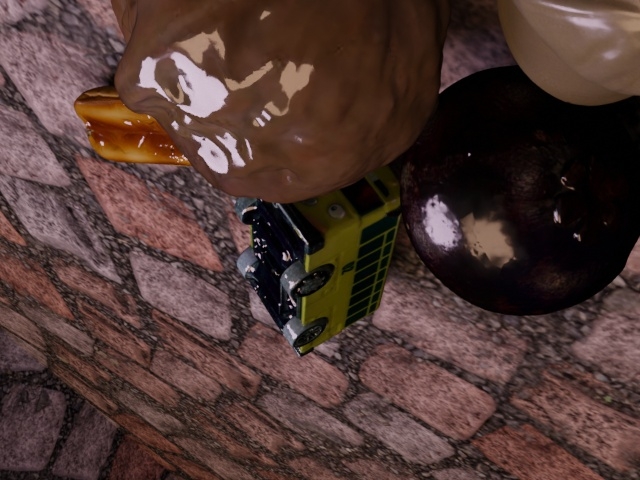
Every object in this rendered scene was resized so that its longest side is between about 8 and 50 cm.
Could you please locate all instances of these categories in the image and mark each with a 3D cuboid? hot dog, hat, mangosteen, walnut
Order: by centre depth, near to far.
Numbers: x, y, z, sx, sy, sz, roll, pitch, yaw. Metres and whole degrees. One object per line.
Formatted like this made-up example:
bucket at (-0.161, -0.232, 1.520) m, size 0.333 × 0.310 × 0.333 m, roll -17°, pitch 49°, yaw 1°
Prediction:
hat at (0.159, -0.100, 0.459) m, size 0.166 × 0.144 × 0.173 m, roll 16°, pitch 145°, yaw 7°
walnut at (-0.032, -0.154, 0.597) m, size 0.273 × 0.227 × 0.273 m, roll 27°, pitch 157°, yaw 12°
mangosteen at (0.147, -0.041, 0.666) m, size 0.194 × 0.194 × 0.230 m, roll 40°, pitch 177°, yaw -15°
hot dog at (-0.179, -0.133, 0.951) m, size 0.249 × 0.068 × 0.100 m, roll 9°, pitch 134°, yaw 34°

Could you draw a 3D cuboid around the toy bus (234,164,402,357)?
toy bus at (0.000, 0.000, 0.890) m, size 0.128 × 0.150 × 0.262 m, roll 54°, pitch 160°, yaw 24°
